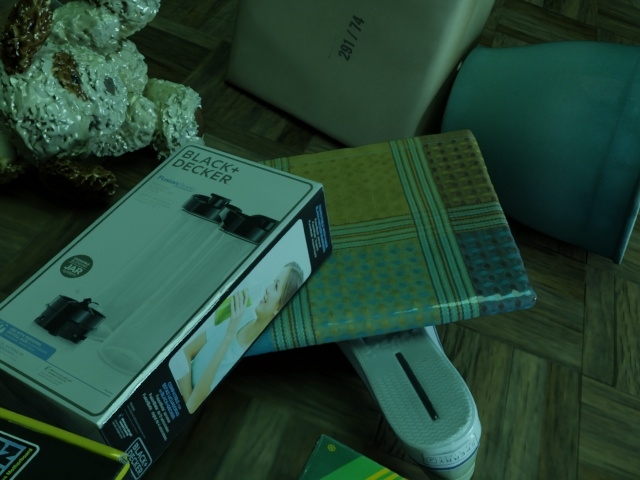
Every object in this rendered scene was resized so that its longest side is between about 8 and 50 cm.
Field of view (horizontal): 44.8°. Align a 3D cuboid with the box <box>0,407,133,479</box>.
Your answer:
[{"bbox_3d":[-0.301,0.229,0.454,0.257,0.079,0.322,15,39,17],"label":"box"}]

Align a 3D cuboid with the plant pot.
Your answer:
[{"bbox_3d":[0.298,-0.137,0.998,0.255,0.271,0.271,19,39,20],"label":"plant pot"}]

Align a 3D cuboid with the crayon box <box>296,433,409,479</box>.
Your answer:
[{"bbox_3d":[0.019,0.312,0.523,0.203,0.083,0.323,26,42,9],"label":"crayon box"}]

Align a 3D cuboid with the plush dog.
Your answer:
[{"bbox_3d":[-0.274,-0.170,0.863,0.211,0.262,0.225,-9,24,18],"label":"plush dog"}]

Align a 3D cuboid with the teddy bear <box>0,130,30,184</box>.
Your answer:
[{"bbox_3d":[-0.471,-0.085,0.774,0.245,0.113,0.338,38,36,11],"label":"teddy bear"}]

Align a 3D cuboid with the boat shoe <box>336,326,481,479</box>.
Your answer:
[{"bbox_3d":[0.065,0.105,0.759,0.109,0.094,0.302,-17,44,-4],"label":"boat shoe"}]

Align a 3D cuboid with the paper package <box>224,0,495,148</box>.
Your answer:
[{"bbox_3d":[0.056,-0.307,1.031,0.309,0.325,0.168,30,42,13],"label":"paper package"}]

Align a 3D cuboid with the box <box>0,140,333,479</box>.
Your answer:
[{"bbox_3d":[-0.137,0.044,0.677,0.169,0.087,0.290,21,51,29],"label":"box"}]

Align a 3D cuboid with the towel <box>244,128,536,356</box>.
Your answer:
[{"bbox_3d":[0.000,0.000,0.790,0.370,0.040,0.271,-9,44,2],"label":"towel"}]
